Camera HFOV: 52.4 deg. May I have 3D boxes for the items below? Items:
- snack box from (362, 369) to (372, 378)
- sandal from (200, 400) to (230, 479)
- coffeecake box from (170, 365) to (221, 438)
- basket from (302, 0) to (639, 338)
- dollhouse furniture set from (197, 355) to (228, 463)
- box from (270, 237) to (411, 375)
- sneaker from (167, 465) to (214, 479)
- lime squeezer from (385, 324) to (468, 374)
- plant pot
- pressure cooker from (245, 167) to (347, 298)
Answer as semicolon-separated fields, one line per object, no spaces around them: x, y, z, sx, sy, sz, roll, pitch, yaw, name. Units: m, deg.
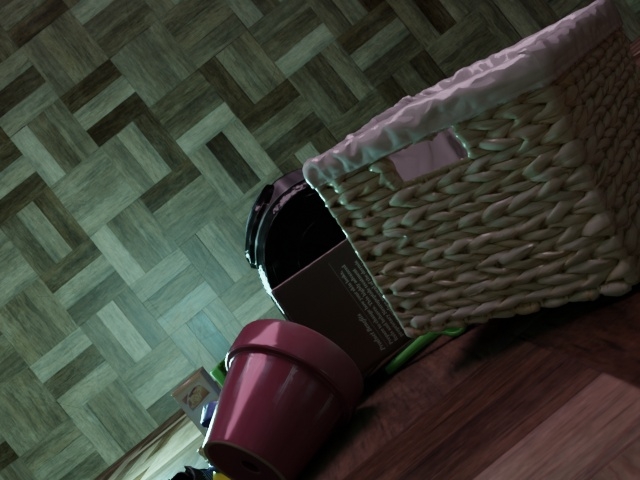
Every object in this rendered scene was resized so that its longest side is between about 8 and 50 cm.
0.066;0.230;1.142;0.178;0.022;0.064;-39;1;-39;snack box
-0.096;0.278;1.096;0.126;0.138;0.317;-22;9;26;sandal
-0.194;0.334;1.226;0.068;0.186;0.142;-39;0;-11;coffeecake box
0.226;-0.090;0.813;0.328;0.267;0.331;-21;13;42;basket
-0.177;0.342;1.496;0.197;0.151;0.301;-39;0;28;dollhouse furniture set
0.124;0.058;1.075;0.381;0.191;0.143;-34;-5;-10;box
-0.200;0.401;1.057;0.081;0.090;0.232;-39;1;-4;sneaker
0.211;0.092;0.959;0.310;0.059;0.110;-40;0;1;lime squeezer
-0.064;0.239;0.905;0.201;0.201;0.180;-39;15;49;plant pot
0.005;0.003;1.619;0.369;0.376;0.420;-30;13;-2;pressure cooker
